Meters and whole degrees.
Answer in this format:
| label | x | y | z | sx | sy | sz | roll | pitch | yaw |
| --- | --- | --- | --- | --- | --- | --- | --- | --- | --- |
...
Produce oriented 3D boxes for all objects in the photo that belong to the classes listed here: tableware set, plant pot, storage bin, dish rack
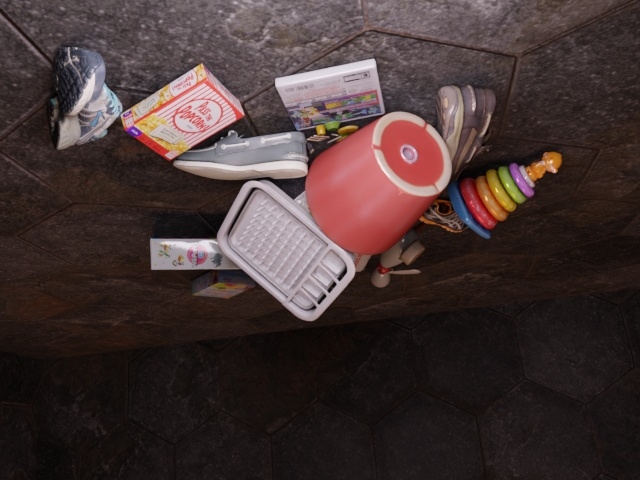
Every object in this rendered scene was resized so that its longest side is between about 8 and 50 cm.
| label | x | y | z | sx | sy | sz | roll | pitch | yaw |
| --- | --- | --- | --- | --- | --- | --- | --- | --- | --- |
| tableware set | 0.050 | -0.247 | 1.371 | 0.154 | 0.024 | 0.104 | -2 | 170 | -42 |
| plant pot | 0.134 | -0.135 | 1.318 | 0.275 | 0.275 | 0.243 | 5 | 158 | -26 |
| storage bin | -0.067 | -0.123 | 1.635 | 0.180 | 0.084 | 0.122 | -11 | 160 | 14 |
| dish rack | -0.079 | 0.019 | 1.475 | 0.333 | 0.072 | 0.285 | 40 | 135 | 3 |

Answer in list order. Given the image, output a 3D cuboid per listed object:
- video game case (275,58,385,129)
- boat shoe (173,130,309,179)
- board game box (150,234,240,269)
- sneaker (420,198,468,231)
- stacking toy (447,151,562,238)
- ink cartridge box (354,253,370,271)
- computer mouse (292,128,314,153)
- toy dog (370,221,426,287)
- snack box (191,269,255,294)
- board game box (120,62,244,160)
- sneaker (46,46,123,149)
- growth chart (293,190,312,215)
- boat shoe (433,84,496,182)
| label | x | y | z | sx | sy | sz | roll | pitch | yaw |
| --- | --- | --- | --- | --- | --- | --- | --- | --- | --- |
| video game case | 0.026 | -0.298 | 1.256 | 0.201 | 0.023 | 0.183 | -9 | 160 | 9 |
| boat shoe | -0.180 | -0.196 | 1.373 | 0.319 | 0.099 | 0.116 | 2 | 173 | 16 |
| board game box | -0.363 | 0.034 | 1.871 | 0.303 | 0.097 | 0.224 | -1 | -177 | -13 |
| sneaker | 0.404 | -0.083 | 1.880 | 0.215 | 0.084 | 0.083 | 6 | 153 | -27 |
| stacking toy | 0.519 | -0.152 | 1.658 | 0.302 | 0.175 | 0.166 | -33 | 144 | 27 |
| ink cartridge box | 0.000 | 0.000 | 1.668 | 0.273 | 0.114 | 0.197 | 0 | 151 | -12 |
| computer mouse | -0.114 | -0.213 | 1.437 | 0.193 | 0.042 | 0.106 | -16 | 163 | 13 |
| toy dog | 0.265 | 0.030 | 2.053 | 0.161 | 0.220 | 0.333 | -32 | -179 | -26 |
| snack box | -0.387 | 0.172 | 2.406 | 0.174 | 0.070 | 0.207 | 10 | 157 | -38 |
| board game box | -0.271 | -0.250 | 1.204 | 0.193 | 0.045 | 0.147 | -28 | 155 | 13 |
| sneaker | -0.432 | -0.271 | 1.136 | 0.122 | 0.110 | 0.283 | -14 | 171 | -34 |
| growth chart | -0.003 | -0.062 | 1.542 | 0.237 | 0.172 | 0.021 | -45 | -168 | -6 |
| boat shoe | 0.328 | -0.225 | 1.380 | 0.130 | 0.132 | 0.355 | -6 | 162 | 4 |
